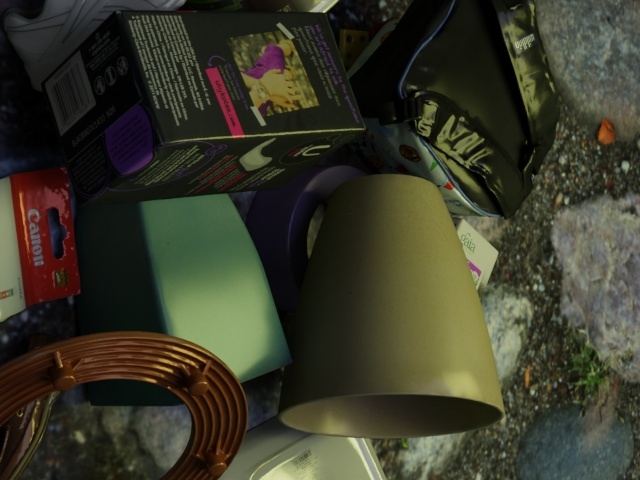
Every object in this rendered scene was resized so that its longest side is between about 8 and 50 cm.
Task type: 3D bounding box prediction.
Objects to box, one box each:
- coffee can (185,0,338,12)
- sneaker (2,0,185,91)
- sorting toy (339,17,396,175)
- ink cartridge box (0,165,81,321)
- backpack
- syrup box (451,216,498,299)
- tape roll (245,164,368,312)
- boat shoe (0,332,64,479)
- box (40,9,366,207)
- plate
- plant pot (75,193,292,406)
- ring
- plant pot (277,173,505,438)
[{"bbox_3d":[-0.105,-0.372,1.508,0.201,0.201,0.275,-54,127,-28],"label":"coffee can"},{"bbox_3d":[-0.224,-0.252,1.416,0.232,0.090,0.115,-33,112,5],"label":"sneaker"},{"bbox_3d":[0.074,-0.156,1.816,0.132,0.046,0.274,-34,117,-38],"label":"sorting toy"},{"bbox_3d":[-0.321,0.007,1.419,0.179,0.045,0.145,-12,102,-36],"label":"ink cartridge box"},{"bbox_3d":[0.160,-0.155,1.722,0.263,0.213,0.276,51,62,-25],"label":"backpack"},{"bbox_3d":[0.142,0.090,1.869,0.093,0.096,0.237,39,67,-39],"label":"syrup box"},{"bbox_3d":[0.000,0.000,1.730,0.189,0.080,0.189,-3,94,-45],"label":"tape roll"},{"bbox_3d":[-0.310,0.180,1.450,0.060,0.064,0.178,25,75,-9],"label":"boat shoe"},{"bbox_3d":[-0.116,-0.136,1.413,0.270,0.165,0.143,-7,74,-43],"label":"box"},{"bbox_3d":[0.000,0.344,1.720,0.277,0.045,0.278,-24,90,-41],"label":"plate"},{"bbox_3d":[-0.165,0.045,1.512,0.165,0.166,0.234,-17,98,-43],"label":"plant pot"},{"bbox_3d":[-0.231,0.218,1.393,0.337,0.032,0.336,-15,137,-14],"label":"ring"},{"bbox_3d":[0.078,0.072,1.613,0.256,0.256,0.274,19,63,-44],"label":"plant pot"}]
